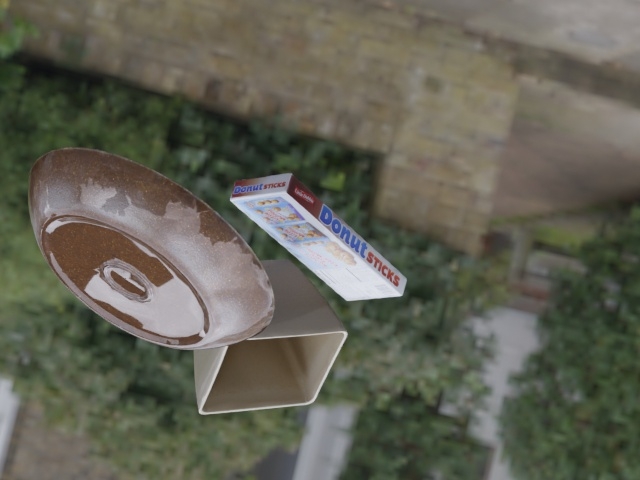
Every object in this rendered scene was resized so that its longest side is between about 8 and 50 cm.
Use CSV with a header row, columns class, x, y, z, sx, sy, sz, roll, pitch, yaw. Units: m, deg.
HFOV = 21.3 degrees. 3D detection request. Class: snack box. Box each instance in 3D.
class,x,y,z,sx,sy,sz,roll,pitch,yaw
snack box,0.000,0.000,1.476,0.064,0.022,0.178,-6,146,39

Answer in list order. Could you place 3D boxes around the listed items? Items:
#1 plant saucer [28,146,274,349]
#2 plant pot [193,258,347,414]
class,x,y,z,sx,sy,sz,roll,pitch,yaw
plant saucer,-0.127,0.017,1.183,0.199,0.036,0.198,22,148,15
plant pot,-0.055,0.077,1.469,0.109,0.096,0.109,-3,141,-24
